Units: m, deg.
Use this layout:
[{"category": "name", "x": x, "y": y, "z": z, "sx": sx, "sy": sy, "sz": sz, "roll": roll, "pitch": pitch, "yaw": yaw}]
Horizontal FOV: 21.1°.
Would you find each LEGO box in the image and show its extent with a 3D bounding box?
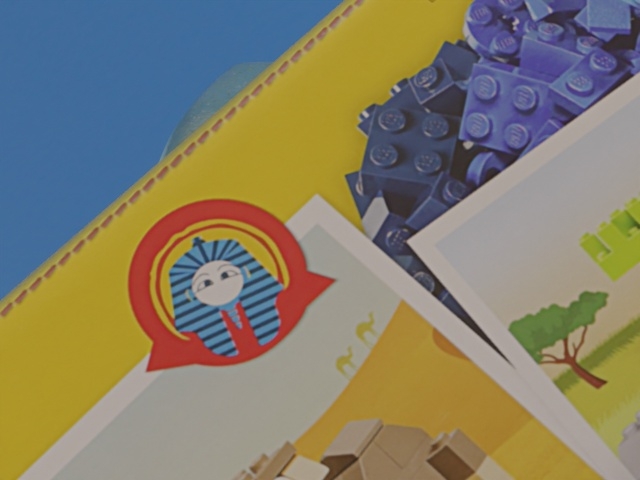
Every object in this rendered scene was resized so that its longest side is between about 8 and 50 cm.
[{"category": "LEGO box", "x": 0.092, "y": 0.127, "z": 0.471, "sx": 0.372, "sy": 0.193, "sz": 0.500, "roll": 43, "pitch": -107, "yaw": 14}]

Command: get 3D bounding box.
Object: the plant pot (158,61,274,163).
[{"category": "plant pot", "x": 0.000, "y": 0.000, "z": 1.315, "sx": 0.247, "sy": 0.247, "sz": 0.252, "roll": -1, "pitch": -121, "yaw": 6}]
